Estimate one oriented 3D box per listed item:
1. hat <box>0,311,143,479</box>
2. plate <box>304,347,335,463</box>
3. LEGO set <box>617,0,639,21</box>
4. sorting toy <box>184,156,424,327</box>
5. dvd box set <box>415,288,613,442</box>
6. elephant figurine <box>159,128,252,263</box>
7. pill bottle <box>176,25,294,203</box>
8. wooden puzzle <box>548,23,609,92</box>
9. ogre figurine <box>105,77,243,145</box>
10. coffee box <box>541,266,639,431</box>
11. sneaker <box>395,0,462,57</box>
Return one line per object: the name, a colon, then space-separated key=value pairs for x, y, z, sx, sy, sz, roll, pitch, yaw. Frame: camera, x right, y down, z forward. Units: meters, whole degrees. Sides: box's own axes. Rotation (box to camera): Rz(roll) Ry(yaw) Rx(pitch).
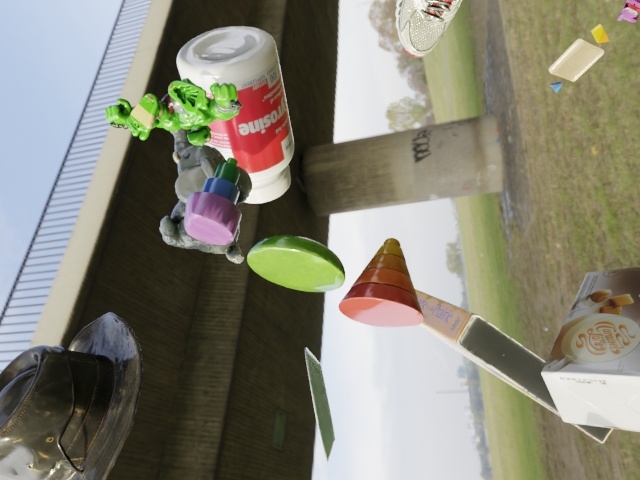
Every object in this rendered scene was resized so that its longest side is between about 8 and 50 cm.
hat: x=-0.390 y=0.248 z=0.666 sx=0.134 sy=0.331 sz=0.331 roll=27 pitch=-126 yaw=-42
plate: x=0.002 y=0.271 z=0.808 sx=0.188 sy=0.024 sz=0.188 roll=168 pitch=90 yaw=-88
LEGO set: x=0.850 y=-0.552 z=1.196 sx=0.087 sy=0.227 sz=0.093 roll=-63 pitch=-1 yaw=-11
sorting toy: x=0.000 y=0.000 z=0.647 sx=0.366 sy=0.127 sz=0.126 roll=29 pitch=-120 yaw=-27
dvd box set: x=0.312 y=0.208 z=0.949 sx=0.062 sy=0.308 sz=0.420 roll=-56 pitch=8 yaw=-3
elephant figurine: x=-0.222 y=-0.106 z=0.931 sx=0.169 sy=0.186 sz=0.239 roll=-125 pitch=48 yaw=-68
pill bottle: x=-0.191 y=-0.298 z=1.219 sx=0.407 sy=0.229 sz=0.229 roll=80 pitch=-167 yaw=-47
wooden puzzle: x=0.433 y=-0.306 z=0.815 sx=0.079 sy=0.116 sz=0.014 roll=10 pitch=-131 yaw=-37
ogre figurine: x=-0.197 y=-0.194 z=0.710 sx=0.096 sy=0.197 sz=0.118 roll=64 pitch=-162 yaw=0
coffee box: x=0.437 y=0.144 z=0.690 sx=0.246 sy=0.141 sz=0.098 roll=-41 pitch=-72 yaw=-37
sneaker: x=0.173 y=-0.372 z=0.675 sx=0.092 sy=0.088 sz=0.225 roll=-94 pitch=20 yaw=-57
